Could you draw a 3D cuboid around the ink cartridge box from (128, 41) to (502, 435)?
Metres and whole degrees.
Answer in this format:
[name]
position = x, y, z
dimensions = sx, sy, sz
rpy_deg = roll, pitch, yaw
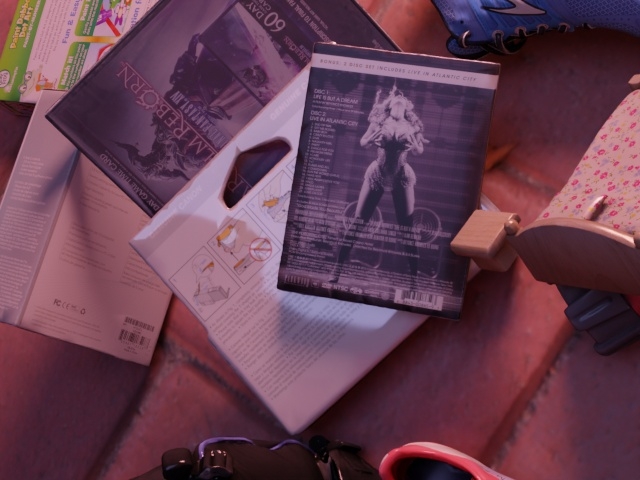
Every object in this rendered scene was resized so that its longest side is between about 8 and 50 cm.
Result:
[ink cartridge box]
position = 0.000, 0.000, 0.979
dimensions = 0.275, 0.060, 0.239
rpy_deg = -43, 80, 9

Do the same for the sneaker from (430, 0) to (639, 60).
[sneaker]
position = 0.193, -0.222, 0.975
dimensions = 0.330, 0.130, 0.147
rpy_deg = 27, 109, 27

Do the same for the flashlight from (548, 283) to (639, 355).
[flashlight]
position = 0.323, -0.027, 0.829
dimensions = 0.304, 0.103, 0.103
rpy_deg = -36, 87, 19

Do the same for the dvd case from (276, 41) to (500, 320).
[dvd case]
position = 0.057, -0.053, 0.927
dimensions = 0.165, 0.018, 0.221
rpy_deg = 9, 92, 13

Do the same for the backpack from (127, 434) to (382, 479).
[backpack]
position = -0.055, 0.303, 0.851
dimensions = 0.213, 0.276, 0.263
rpy_deg = -35, 68, 19

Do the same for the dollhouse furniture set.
[dollhouse furniture set]
position = 0.262, -0.129, 0.768
dimensions = 0.303, 0.174, 0.356
rpy_deg = -52, 29, -20

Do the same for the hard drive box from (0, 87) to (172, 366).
[hard drive box]
position = -0.224, -0.010, 1.073
dimensions = 0.089, 0.181, 0.232
rpy_deg = 11, 78, 38

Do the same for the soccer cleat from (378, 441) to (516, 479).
[soccer cleat]
position = 0.159, 0.227, 0.848
dimensions = 0.248, 0.095, 0.083
rpy_deg = 21, 84, 32

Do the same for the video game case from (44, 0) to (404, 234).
[video game case]
position = -0.083, -0.139, 0.971
dimensions = 0.274, 0.196, 0.026
rpy_deg = -43, 15, 8

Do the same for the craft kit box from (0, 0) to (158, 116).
[craft kit box]
position = -0.250, -0.260, 1.246
dimensions = 0.247, 0.061, 0.249
rpy_deg = 9, 78, 27
